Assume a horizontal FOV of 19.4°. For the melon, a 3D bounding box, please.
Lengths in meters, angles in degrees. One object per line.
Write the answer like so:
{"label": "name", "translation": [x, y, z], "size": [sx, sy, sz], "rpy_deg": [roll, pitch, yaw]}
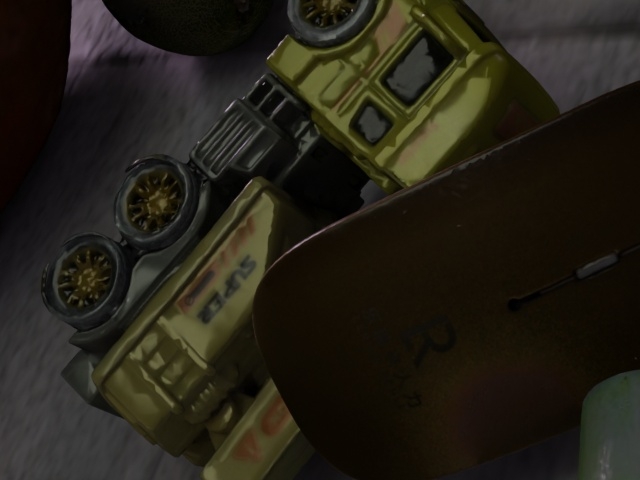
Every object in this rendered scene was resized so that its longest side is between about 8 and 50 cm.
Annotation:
{"label": "melon", "translation": [-0.089, -0.168, 1.157], "size": [0.099, 0.099, 0.162], "rpy_deg": [-53, 37, -5]}

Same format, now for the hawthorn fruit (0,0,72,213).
{"label": "hawthorn fruit", "translation": [-0.319, -0.087, 1.171], "size": [0.285, 0.285, 0.369], "rpy_deg": [19, 80, 49]}

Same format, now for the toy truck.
{"label": "toy truck", "translation": [0.000, 0.000, 0.917], "size": [0.272, 0.124, 0.157], "rpy_deg": [-49, 58, 4]}

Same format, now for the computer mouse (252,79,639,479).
{"label": "computer mouse", "translation": [0.087, 0.020, 0.809], "size": [0.245, 0.126, 0.056], "rpy_deg": [-24, 7, 13]}

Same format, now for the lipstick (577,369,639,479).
{"label": "lipstick", "translation": [0.123, 0.192, 0.680], "size": [0.076, 0.076, 0.304], "rpy_deg": [-19, 48, 32]}
